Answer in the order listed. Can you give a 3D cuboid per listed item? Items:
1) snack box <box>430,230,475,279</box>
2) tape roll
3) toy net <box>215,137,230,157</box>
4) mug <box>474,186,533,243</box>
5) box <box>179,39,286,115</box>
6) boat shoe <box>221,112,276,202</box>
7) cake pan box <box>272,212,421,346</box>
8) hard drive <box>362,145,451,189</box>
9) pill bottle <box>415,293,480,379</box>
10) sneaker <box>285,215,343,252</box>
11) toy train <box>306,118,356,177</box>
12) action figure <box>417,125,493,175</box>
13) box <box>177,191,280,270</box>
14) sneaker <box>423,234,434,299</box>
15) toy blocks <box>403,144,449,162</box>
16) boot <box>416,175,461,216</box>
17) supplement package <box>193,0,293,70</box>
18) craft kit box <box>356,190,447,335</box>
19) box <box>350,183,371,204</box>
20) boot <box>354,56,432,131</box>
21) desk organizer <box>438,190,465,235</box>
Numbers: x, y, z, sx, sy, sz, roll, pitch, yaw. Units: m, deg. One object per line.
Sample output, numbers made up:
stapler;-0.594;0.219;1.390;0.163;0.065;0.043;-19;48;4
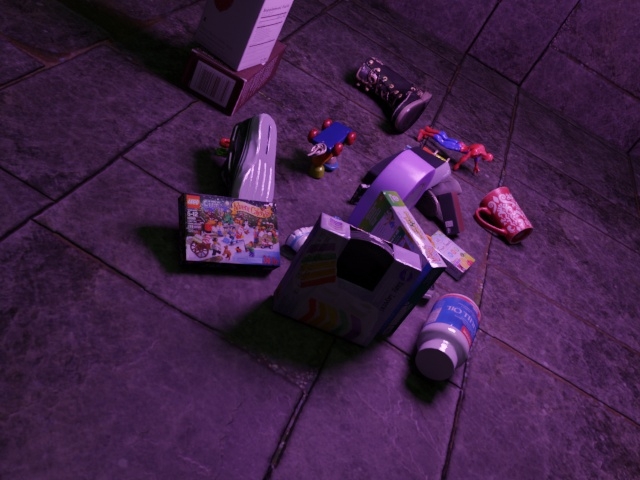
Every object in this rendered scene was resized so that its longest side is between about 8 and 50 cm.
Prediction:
snack box;0.372;0.042;1.892;0.141;0.037;0.100;41;36;13
tape roll;0.188;-0.108;1.733;0.090;0.275;0.275;39;37;11
toy net;-0.217;-0.257;1.819;0.122;0.045;0.232;27;35;-3
mug;0.609;-0.070;2.162;0.169;0.150;0.113;61;9;28
box;-0.267;-0.559;2.057;0.191;0.143;0.381;29;34;-2
boat shoe;-0.191;-0.171;1.664;0.121;0.119;0.335;43;46;-45
cake pan box;0.057;0.089;1.418;0.245;0.267;0.070;23;32;-14
hard drive;0.275;-0.215;2.033;0.254;0.054;0.172;-28;49;-33
pill bottle;0.302;0.231;1.546;0.124;0.124;0.221;35;36;5
sneaker;0.000;0.000;1.659;0.190;0.071;0.083;-26;70;-40
toy train;-0.002;-0.240;1.878;0.105;0.143;0.248;30;40;12
action figure;0.490;-0.312;2.365;0.280;0.139;0.091;23;33;27
box;-0.208;-0.018;1.484;0.233;0.044;0.159;5;72;-32
sneaker;0.274;0.069;1.753;0.084;0.083;0.215;19;39;-20
toy blocks;0.370;-0.295;2.273;0.148;0.054;0.123;36;37;7
boot;0.383;-0.151;2.108;0.208;0.076;0.190;2;46;-42
supplement package;-0.210;-0.673;1.869;0.177;0.293;0.175;37;36;9
craft kit box;0.160;0.054;1.547;0.061;0.250;0.247;-3;49;-38
box;0.137;-0.135;1.905;0.083;0.067;0.018;0;45;-37
boot;0.256;-0.554;2.423;0.284;0.138;0.377;36;32;5
desk organizer;0.407;-0.086;2.007;0.050;0.047;0.130;-15;93;-57
